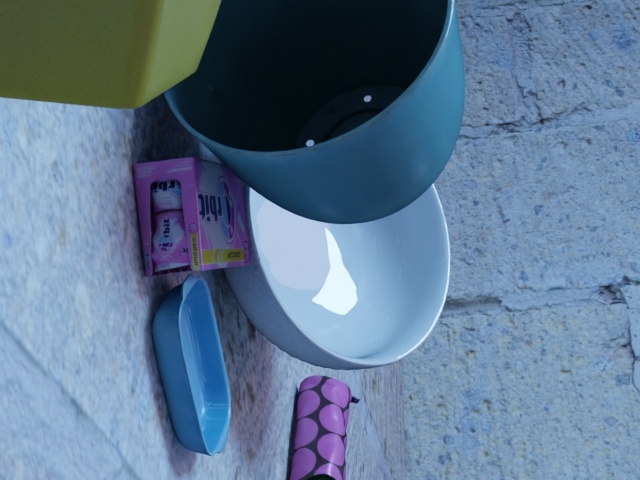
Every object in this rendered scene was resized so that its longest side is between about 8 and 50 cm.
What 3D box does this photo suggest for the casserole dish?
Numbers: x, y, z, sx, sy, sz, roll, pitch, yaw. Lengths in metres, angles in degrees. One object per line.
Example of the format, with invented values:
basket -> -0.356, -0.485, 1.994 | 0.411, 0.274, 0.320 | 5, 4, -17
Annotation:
casserole dish -> -0.128, 0.125, 1.010 | 0.114, 0.037, 0.188 | -70, 153, -68

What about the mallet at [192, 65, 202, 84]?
mallet -> -0.161, -0.245, 1.054 | 0.062, 0.039, 0.189 | -77, 155, -57

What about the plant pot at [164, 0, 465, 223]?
plant pot -> 0.018, -0.152, 1.054 | 0.235, 0.293, 0.293 | 54, 31, -56

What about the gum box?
gum box -> -0.126, -0.023, 1.026 | 0.188, 0.062, 0.107 | -2, 86, -80

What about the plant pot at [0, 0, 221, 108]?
plant pot -> -0.158, -0.188, 0.613 | 0.212, 0.212, 0.187 | -67, 163, -70

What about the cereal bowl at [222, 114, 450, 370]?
cereal bowl -> 0.000, 0.000, 1.272 | 0.339, 0.141, 0.339 | 16, 64, -38

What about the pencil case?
pencil case -> 0.003, 0.301, 1.493 | 0.209, 0.095, 0.098 | -80, 177, -49

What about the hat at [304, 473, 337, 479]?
hat -> -0.072, 0.362, 1.221 | 0.208, 0.183, 0.173 | -21, -118, 58
